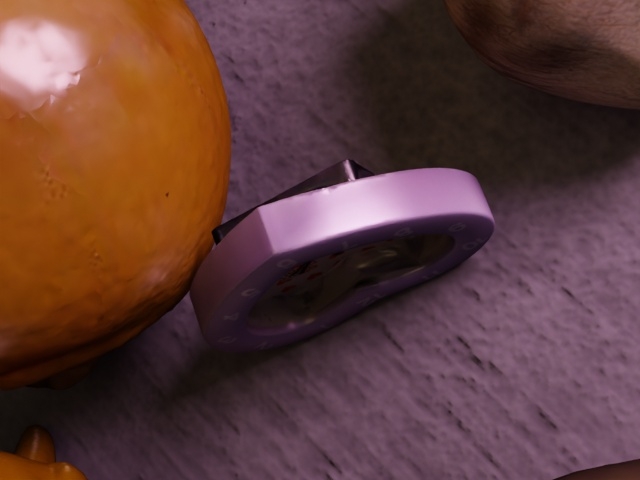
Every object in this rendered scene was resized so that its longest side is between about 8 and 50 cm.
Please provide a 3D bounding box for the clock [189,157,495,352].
[{"bbox_3d":[0.000,0.000,0.746,0.198,0.172,0.064,-28,68,17],"label":"clock"}]

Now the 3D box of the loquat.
[{"bbox_3d":[-0.214,-0.056,0.774,0.328,0.328,0.328,-5,76,23],"label":"loquat"}]

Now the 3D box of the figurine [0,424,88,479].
[{"bbox_3d":[-0.273,0.305,0.755,0.401,0.268,0.387,11,86,31],"label":"figurine"}]

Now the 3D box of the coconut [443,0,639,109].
[{"bbox_3d":[0.154,-0.182,0.705,0.224,0.224,0.224,-5,76,23],"label":"coconut"}]

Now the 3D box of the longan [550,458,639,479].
[{"bbox_3d":[0.150,0.273,0.565,0.288,0.288,0.350,28,100,27],"label":"longan"}]
